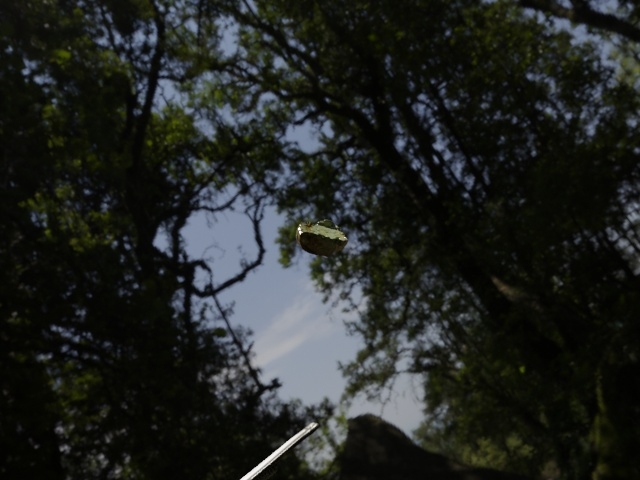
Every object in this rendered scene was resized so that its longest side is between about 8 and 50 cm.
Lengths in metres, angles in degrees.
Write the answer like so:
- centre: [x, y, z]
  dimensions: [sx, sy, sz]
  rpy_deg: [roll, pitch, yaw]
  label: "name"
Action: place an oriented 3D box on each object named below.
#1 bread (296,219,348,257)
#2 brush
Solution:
- centre: [0.000, 0.000, 1.684]
  dimensions: [0.128, 0.088, 0.232]
  rpy_deg: [6, 9, -3]
  label: "bread"
- centre: [-0.073, 0.411, 1.242]
  dimensions: [0.190, 0.027, 0.034]
  rpy_deg: [-33, 11, -32]
  label: "brush"
